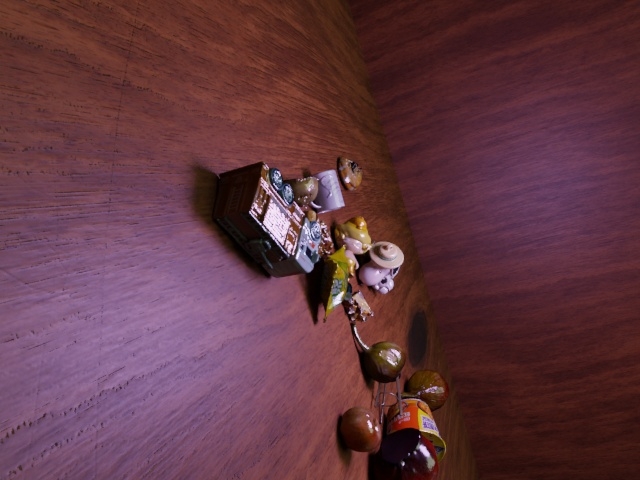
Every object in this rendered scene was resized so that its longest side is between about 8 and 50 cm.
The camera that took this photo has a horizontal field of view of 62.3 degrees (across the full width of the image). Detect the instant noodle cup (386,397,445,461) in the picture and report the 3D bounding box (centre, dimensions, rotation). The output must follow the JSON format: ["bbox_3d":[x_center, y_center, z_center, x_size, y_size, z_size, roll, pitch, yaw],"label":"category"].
[{"bbox_3d":[0.323,0.681,1.881,0.174,0.213,0.213,-90,158,-61],"label":"instant noodle cup"}]

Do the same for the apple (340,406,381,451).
[{"bbox_3d":[0.114,0.542,1.509,0.126,0.102,0.125,-20,90,-75],"label":"apple"}]

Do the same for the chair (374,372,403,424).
[{"bbox_3d":[0.246,0.539,1.906,0.221,0.095,0.104,-81,162,-52],"label":"chair"}]

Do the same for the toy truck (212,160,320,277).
[{"bbox_3d":[-0.117,-0.029,1.243,0.305,0.136,0.162,52,36,-44],"label":"toy truck"}]

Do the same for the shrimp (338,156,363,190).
[{"bbox_3d":[0.132,-0.305,2.308,0.152,0.063,0.287,59,23,-11],"label":"shrimp"}]

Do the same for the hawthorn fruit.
[{"bbox_3d":[0.274,0.721,1.686,0.249,0.216,0.215,64,20,-54],"label":"hawthorn fruit"}]

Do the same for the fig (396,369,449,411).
[{"bbox_3d":[0.417,0.669,2.288,0.290,0.191,0.190,-14,89,-35],"label":"fig"}]

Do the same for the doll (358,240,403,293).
[{"bbox_3d":[0.252,0.109,2.129,0.144,0.208,0.271,50,11,27],"label":"doll"}]

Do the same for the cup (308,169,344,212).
[{"bbox_3d":[0.014,-0.162,1.776,0.136,0.099,0.133,-13,88,-72],"label":"cup"}]

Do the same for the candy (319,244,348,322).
[{"bbox_3d":[0.045,0.125,1.646,0.297,0.081,0.187,-49,146,-78],"label":"candy"}]

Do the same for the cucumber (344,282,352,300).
[{"bbox_3d":[0.095,0.173,1.833,0.133,0.032,0.032,-72,144,-76],"label":"cucumber"}]

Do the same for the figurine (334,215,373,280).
[{"bbox_3d":[0.108,0.022,1.893,0.156,0.131,0.246,27,54,-11],"label":"figurine"}]

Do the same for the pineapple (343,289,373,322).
[{"bbox_3d":[0.129,0.224,1.854,0.137,0.069,0.116,51,24,-43],"label":"pineapple"}]

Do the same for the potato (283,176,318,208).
[{"bbox_3d":[-0.048,-0.136,1.590,0.172,0.101,0.089,8,73,-73],"label":"potato"}]

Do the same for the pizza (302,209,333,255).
[{"bbox_3d":[0.001,-0.002,1.656,0.194,0.069,0.154,34,44,-62],"label":"pizza"}]

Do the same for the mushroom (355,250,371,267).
[{"bbox_3d":[0.175,0.054,2.152,0.123,0.052,0.123,49,31,-43],"label":"mushroom"}]

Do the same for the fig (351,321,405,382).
[{"bbox_3d":[0.184,0.385,1.844,0.245,0.149,0.149,43,27,-13],"label":"fig"}]
